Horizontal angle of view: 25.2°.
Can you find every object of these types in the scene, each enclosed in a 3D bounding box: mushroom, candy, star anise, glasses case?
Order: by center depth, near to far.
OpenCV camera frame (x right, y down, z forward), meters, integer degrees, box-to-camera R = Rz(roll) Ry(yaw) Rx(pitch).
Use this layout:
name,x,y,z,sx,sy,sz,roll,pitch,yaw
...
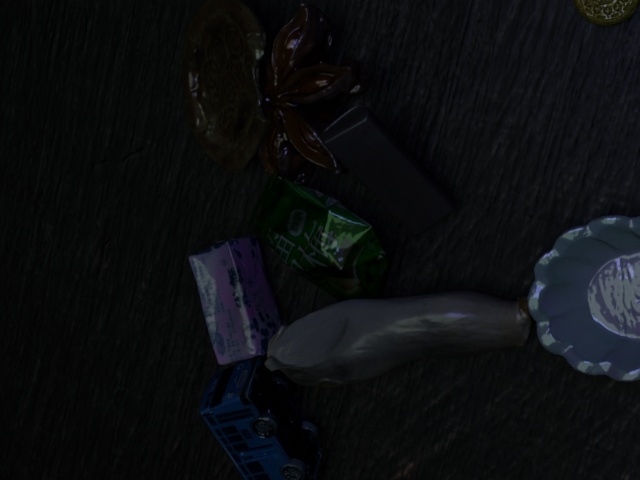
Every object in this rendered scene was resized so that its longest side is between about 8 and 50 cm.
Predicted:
name,x,y,z,sx,sy,sz,roll,pitch,yaw
glasses case,0.086,-0.086,1.787,0.072,0.042,0.190,-37,121,16
mushroom,0.101,0.120,1.831,0.351,0.097,0.109,-11,130,19
star anise,-0.013,-0.179,1.835,0.220,0.099,0.214,-39,78,41
candy,0.001,-0.001,1.854,0.203,0.078,0.141,38,134,8
candy,-0.110,0.077,1.913,0.073,0.092,0.160,-13,95,24

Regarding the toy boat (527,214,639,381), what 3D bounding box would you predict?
name,x,y,z,sx,sy,sz,roll,pitch,yaw
toy boat,0.399,0.062,1.713,0.290,0.100,0.199,-4,97,22

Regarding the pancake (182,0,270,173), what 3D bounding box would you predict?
name,x,y,z,sx,sy,sz,roll,pitch,yaw
pancake,-0.125,-0.204,1.864,0.212,0.029,0.235,-11,88,56

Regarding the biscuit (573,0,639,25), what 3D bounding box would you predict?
name,x,y,z,sx,sy,sz,roll,pitch,yaw
biscuit,0.345,-0.300,1.723,0.084,0.023,0.084,2,97,20

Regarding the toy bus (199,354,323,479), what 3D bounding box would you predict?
name,x,y,z,sx,sy,sz,roll,pitch,yaw
toy bus,-0.080,0.249,1.890,0.106,0.090,0.184,-15,121,26
